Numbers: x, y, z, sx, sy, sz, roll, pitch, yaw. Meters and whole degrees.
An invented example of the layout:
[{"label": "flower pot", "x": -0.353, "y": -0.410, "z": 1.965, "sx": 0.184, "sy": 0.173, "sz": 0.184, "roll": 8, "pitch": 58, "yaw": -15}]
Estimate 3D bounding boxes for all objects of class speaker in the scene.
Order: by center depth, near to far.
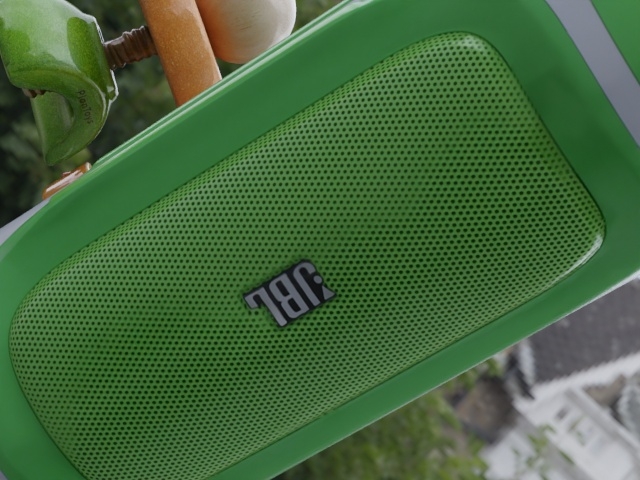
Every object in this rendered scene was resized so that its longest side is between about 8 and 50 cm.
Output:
[{"label": "speaker", "x": 0.000, "y": 0.000, "z": 0.559, "sx": 0.131, "sy": 0.297, "sz": 0.131, "roll": 50, "pitch": 20, "yaw": -25}]

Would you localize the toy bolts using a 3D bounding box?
[{"label": "toy bolts", "x": -0.067, "y": -0.032, "z": 0.923, "sx": 0.228, "sy": 0.159, "sz": 0.218, "roll": 78, "pitch": -7, "yaw": -59}]
